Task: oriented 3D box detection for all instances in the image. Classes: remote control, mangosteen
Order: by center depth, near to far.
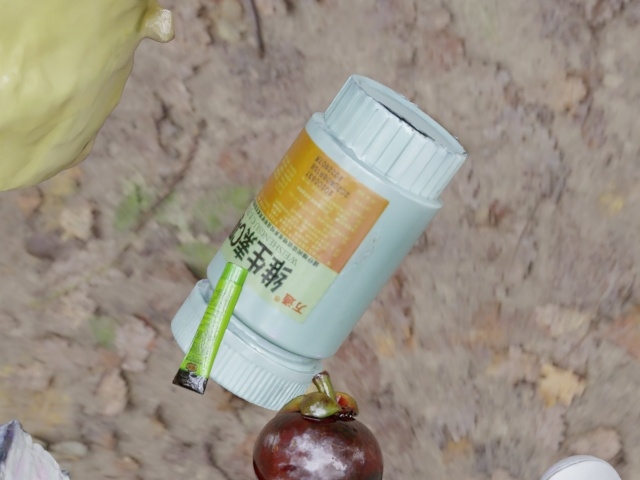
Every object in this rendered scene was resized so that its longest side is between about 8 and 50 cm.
[{"bbox_3d":[0.001,0.131,0.954,0.080,0.081,0.081,-1,78,6],"label":"mangosteen"},{"bbox_3d":[0.227,0.247,1.295,0.073,0.229,0.044,-28,41,1],"label":"remote control"}]

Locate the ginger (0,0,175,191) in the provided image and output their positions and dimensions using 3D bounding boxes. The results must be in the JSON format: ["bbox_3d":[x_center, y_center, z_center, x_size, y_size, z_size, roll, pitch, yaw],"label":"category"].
[{"bbox_3d":[-0.167,-0.063,0.458,0.267,0.138,0.152,-12,109,37],"label":"ginger"}]

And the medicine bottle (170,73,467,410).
[{"bbox_3d":[0.000,0.000,1.563,0.158,0.158,0.318,39,104,12],"label":"medicine bottle"}]

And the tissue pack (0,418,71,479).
[{"bbox_3d":[-0.406,0.334,1.430,0.361,0.122,0.259,-24,37,19],"label":"tissue pack"}]

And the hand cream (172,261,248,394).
[{"bbox_3d":[-0.098,0.079,1.438,0.036,0.023,0.122,16,78,29],"label":"hand cream"}]
